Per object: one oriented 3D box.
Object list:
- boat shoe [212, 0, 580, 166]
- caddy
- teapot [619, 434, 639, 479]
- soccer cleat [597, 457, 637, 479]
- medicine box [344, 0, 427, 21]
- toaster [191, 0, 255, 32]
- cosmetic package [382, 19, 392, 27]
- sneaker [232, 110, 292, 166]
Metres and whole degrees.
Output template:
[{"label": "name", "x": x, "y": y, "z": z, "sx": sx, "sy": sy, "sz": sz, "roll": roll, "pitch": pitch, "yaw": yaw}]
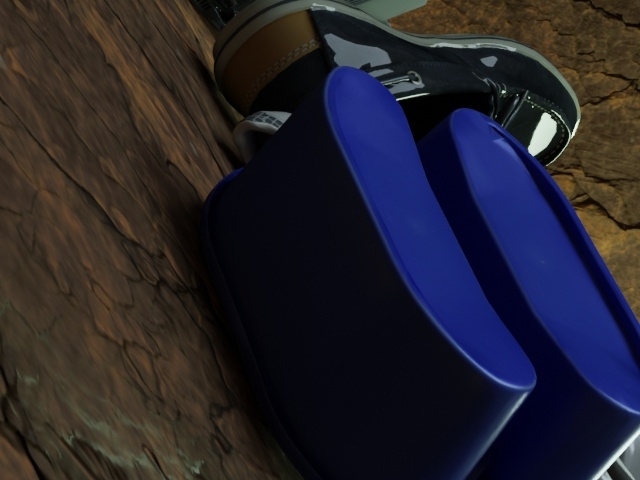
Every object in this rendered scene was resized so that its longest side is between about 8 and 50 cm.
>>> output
[{"label": "boat shoe", "x": 0.102, "y": -0.113, "z": 1.602, "sx": 0.500, "sy": 0.187, "sz": 0.156, "roll": 9, "pitch": 45, "yaw": -51}, {"label": "caddy", "x": 0.058, "y": 0.053, "z": 1.060, "sx": 0.241, "sy": 0.179, "sz": 0.341, "roll": 16, "pitch": 38, "yaw": -38}, {"label": "teapot", "x": 0.218, "y": 0.199, "z": 1.490, "sx": 0.187, "sy": 0.256, "sz": 0.253, "roll": 32, "pitch": 39, "yaw": -52}, {"label": "soccer cleat", "x": 0.232, "y": 0.276, "z": 1.309, "sx": 0.116, "sy": 0.143, "sz": 0.331, "roll": -13, "pitch": 92, "yaw": -77}, {"label": "medicine box", "x": 0.008, "y": -0.402, "z": 1.731, "sx": 0.263, "sy": 0.149, "sz": 0.289, "roll": 101, "pitch": -33, "yaw": -72}, {"label": "toaster", "x": -0.095, "y": -0.312, "z": 1.647, "sx": 0.227, "sy": 0.129, "sz": 0.146, "roll": 57, "pitch": 6, "yaw": -47}, {"label": "cosmetic package", "x": 0.056, "y": -0.144, "z": 1.922, "sx": 0.385, "sy": 0.156, "sz": 0.217, "roll": 61, "pitch": 5, "yaw": 10}, {"label": "sneaker", "x": 0.000, "y": 0.000, "z": 1.345, "sx": 0.235, "sy": 0.090, "sz": 0.095, "roll": 60, "pitch": 21, "yaw": 13}]
